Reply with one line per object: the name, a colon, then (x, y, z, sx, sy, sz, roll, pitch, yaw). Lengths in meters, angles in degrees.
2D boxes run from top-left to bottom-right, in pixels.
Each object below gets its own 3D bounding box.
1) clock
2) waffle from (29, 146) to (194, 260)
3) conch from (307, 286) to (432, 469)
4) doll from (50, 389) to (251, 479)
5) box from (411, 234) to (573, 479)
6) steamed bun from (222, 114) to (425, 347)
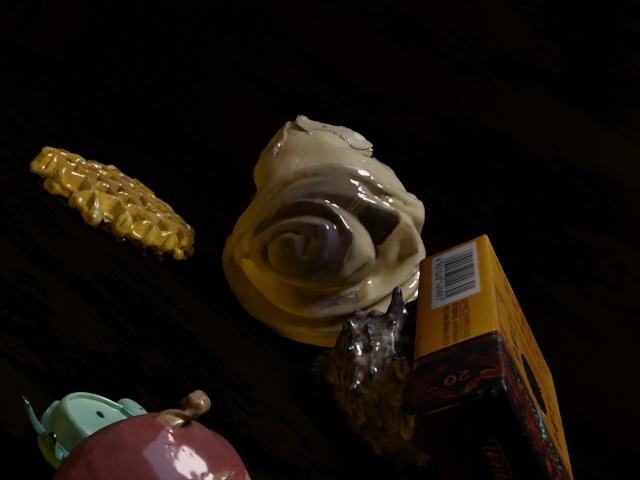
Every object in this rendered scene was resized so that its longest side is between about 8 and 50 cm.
clock: (-0.176, 0.159, 0.726, 0.101, 0.041, 0.135, 38, 8, 37)
waffle: (-0.334, -0.065, 1.525, 0.329, 0.062, 0.329, 33, 7, -5)
conch: (0.108, 0.202, 1.275, 0.240, 0.186, 0.313, 57, -7, 3)
doll: (-0.049, 0.212, 0.497, 0.256, 0.196, 0.152, 32, -32, 23)
box: (0.221, 0.197, 1.171, 0.264, 0.116, 0.415, 64, 16, -17)
steamed bun: (0.000, 0.000, 1.459, 0.237, 0.347, 0.393, -91, 160, -81)
